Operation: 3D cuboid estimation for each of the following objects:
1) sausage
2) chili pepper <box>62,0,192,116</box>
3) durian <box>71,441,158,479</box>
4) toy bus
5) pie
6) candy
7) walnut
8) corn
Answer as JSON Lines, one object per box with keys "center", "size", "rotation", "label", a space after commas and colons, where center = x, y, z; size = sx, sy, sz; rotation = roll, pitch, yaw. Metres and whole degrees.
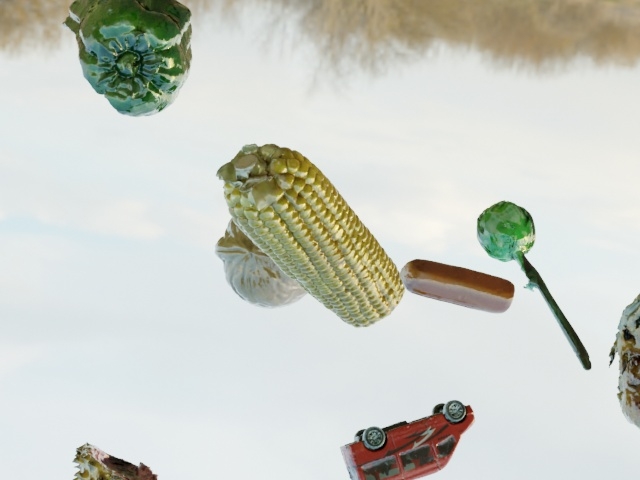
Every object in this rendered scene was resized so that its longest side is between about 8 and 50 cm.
{"center": [0.153, 0.051, 1.338], "size": [0.131, 0.039, 0.041], "rotation": [13, -135, -10], "label": "sausage"}
{"center": [-0.288, -0.327, 1.885], "size": [0.213, 0.167, 0.385], "rotation": [41, -170, -18], "label": "chili pepper"}
{"center": [-0.341, 0.421, 1.969], "size": [0.191, 0.112, 0.341], "rotation": [27, 176, -26], "label": "durian"}
{"center": [0.130, 0.289, 1.671], "size": [0.195, 0.089, 0.081], "rotation": [-17, 172, -13], "label": "toy bus"}
{"center": [0.616, 0.212, 2.102], "size": [0.085, 0.308, 0.308], "rotation": [5, -168, -27], "label": "pie"}
{"center": [0.347, 0.072, 1.898], "size": [0.097, 0.097, 0.323], "rotation": [-1, -129, -37], "label": "candy"}
{"center": [-0.090, 0.020, 2.251], "size": [0.228, 0.228, 0.228], "rotation": [8, -168, -2], "label": "walnut"}
{"center": [0.000, 0.000, 1.703], "size": [0.144, 0.144, 0.387], "rotation": [22, 163, 49], "label": "corn"}
